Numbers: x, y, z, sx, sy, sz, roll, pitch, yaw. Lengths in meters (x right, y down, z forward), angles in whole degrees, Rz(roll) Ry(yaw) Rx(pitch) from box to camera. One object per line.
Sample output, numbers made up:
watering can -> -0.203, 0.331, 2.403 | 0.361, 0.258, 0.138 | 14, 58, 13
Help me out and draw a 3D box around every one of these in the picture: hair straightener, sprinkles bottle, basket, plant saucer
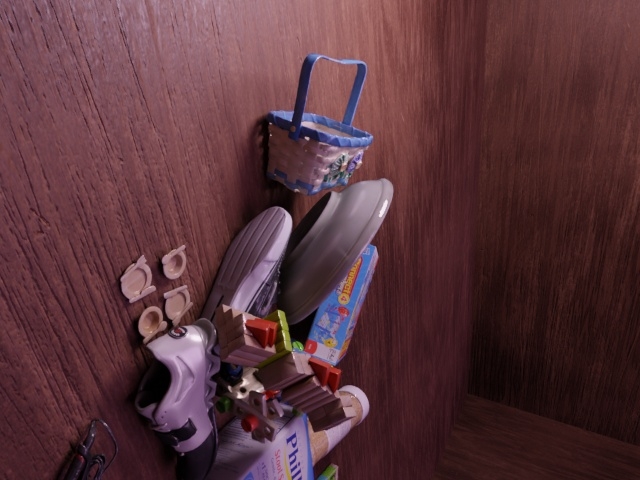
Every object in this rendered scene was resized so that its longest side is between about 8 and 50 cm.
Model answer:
hair straightener -> -0.391, 0.406, 0.838 | 0.089, 0.047, 0.231 | 45, 56, -57
sprinkles bottle -> 0.019, 0.547, 1.538 | 0.355, 0.121, 0.121 | -14, 112, -59
basket -> 0.009, -0.257, 1.153 | 0.254, 0.201, 0.289 | -24, 130, -55
plant saucer -> 0.000, 0.000, 1.179 | 0.100, 0.400, 0.401 | 37, 58, -11

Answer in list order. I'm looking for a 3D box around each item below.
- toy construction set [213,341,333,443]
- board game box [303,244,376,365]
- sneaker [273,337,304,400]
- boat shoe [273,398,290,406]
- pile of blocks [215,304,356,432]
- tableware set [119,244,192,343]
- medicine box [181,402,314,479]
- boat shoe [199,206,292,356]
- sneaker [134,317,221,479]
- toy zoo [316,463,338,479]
toy construction set -> -0.103, 0.325, 1.120 | 0.151, 0.215, 0.327 | -52, 162, 17
board game box -> 0.064, 0.160, 1.389 | 0.308, 0.086, 0.302 | 40, 69, -80
sneaker -> -0.081, 0.344, 1.327 | 0.080, 0.081, 0.211 | -31, 126, -54
boat shoe -> -0.110, 0.481, 1.339 | 0.066, 0.066, 0.183 | -28, 124, -56
pile of blocks -> -0.040, 0.230, 1.000 | 0.362, 0.112, 0.149 | 47, 25, -26
tableware set -> -0.286, 0.094, 0.932 | 0.141, 0.020, 0.169 | -40, 132, -50
medicine box -> -0.148, 0.552, 1.169 | 0.289, 0.149, 0.264 | -29, 116, -57
boat shoe -> -0.143, 0.092, 1.086 | 0.119, 0.121, 0.335 | 38, 76, -46
sneaker -> -0.272, 0.312, 0.958 | 0.146, 0.122, 0.331 | -11, 110, -43
toy zoo -> -0.029, 0.876, 1.662 | 0.293, 0.030, 0.193 | -23, 120, -57
